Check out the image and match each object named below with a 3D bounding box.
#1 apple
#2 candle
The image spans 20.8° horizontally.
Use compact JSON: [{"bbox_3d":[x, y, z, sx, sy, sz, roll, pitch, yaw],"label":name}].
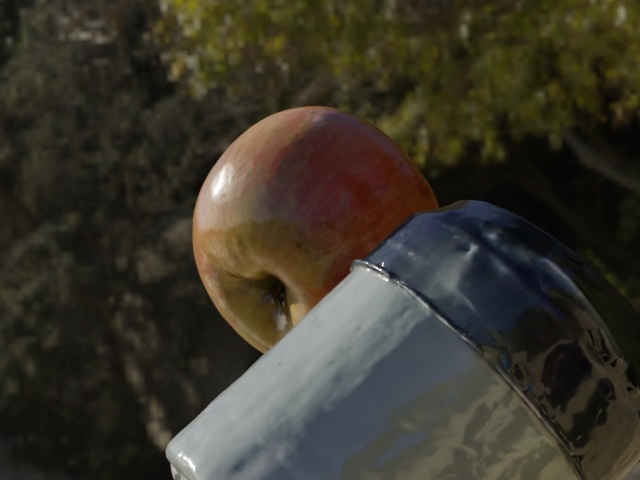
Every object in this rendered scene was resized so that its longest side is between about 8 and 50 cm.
[{"bbox_3d":[0.000,0.000,1.350,0.209,0.209,0.164,-17,18,50],"label":"apple"},{"bbox_3d":[0.038,0.147,1.082,0.342,0.221,0.221,-44,-3,-11],"label":"candle"}]
